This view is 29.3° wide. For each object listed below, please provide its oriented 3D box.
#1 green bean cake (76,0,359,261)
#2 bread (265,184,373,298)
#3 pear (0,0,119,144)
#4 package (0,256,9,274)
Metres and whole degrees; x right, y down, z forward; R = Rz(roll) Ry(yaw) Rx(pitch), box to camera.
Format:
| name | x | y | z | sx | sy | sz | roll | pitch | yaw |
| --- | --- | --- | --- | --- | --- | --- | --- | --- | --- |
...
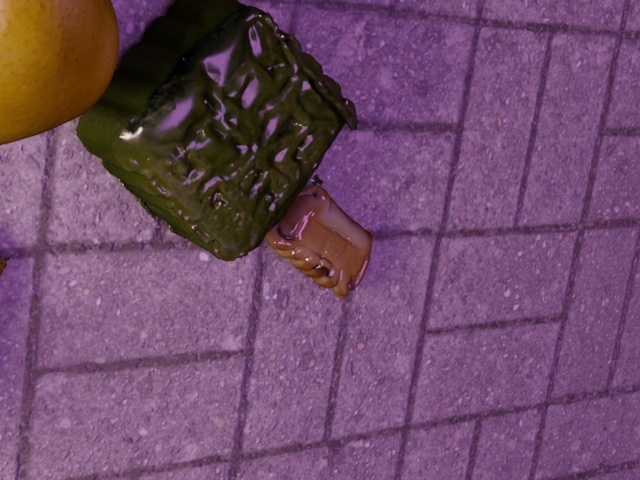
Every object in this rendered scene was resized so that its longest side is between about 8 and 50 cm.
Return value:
| name | x | y | z | sx | sy | sz | roll | pitch | yaw |
| --- | --- | --- | --- | --- | --- | --- | --- | --- | --- |
| green bean cake | -0.148 | -0.163 | 1.835 | 0.335 | 0.218 | 0.319 | 42 | 80 | -37 |
| bread | 0.000 | 0.000 | 2.094 | 0.225 | 0.081 | 0.134 | 41 | 75 | -37 |
| pear | -0.438 | -0.282 | 1.474 | 0.418 | 0.362 | 0.362 | 20 | 94 | -49 |
| package | -0.528 | 0.066 | 1.686 | 0.168 | 0.090 | 0.226 | 52 | 49 | -33 |
